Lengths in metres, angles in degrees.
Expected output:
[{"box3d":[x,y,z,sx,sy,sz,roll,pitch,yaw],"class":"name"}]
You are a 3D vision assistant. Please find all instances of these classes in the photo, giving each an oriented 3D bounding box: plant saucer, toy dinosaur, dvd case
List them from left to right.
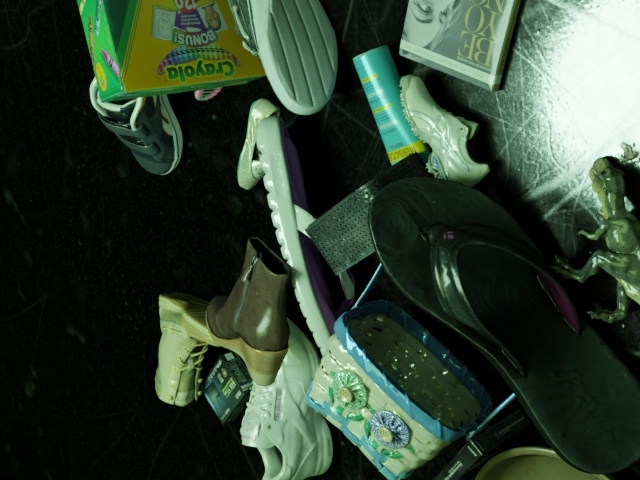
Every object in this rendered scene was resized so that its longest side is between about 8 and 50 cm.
[{"box3d":[0.184,-0.320,1.127,0.165,0.018,0.221,32,125,37],"class":"dvd case"},{"box3d":[0.325,0.393,1.170,0.278,0.041,0.277,19,120,36],"class":"plant saucer"},{"box3d":[0.350,0.040,1.033,0.118,0.064,0.268,-32,82,41],"class":"toy dinosaur"}]

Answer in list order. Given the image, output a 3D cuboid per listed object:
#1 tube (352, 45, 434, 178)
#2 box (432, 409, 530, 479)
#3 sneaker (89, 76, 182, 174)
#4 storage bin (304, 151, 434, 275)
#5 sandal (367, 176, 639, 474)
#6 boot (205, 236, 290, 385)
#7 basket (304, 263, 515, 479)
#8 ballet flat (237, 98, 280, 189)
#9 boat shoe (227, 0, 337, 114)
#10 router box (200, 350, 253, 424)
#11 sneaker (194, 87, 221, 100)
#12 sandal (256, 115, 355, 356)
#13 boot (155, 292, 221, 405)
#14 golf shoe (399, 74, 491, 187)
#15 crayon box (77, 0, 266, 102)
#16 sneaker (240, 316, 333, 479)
[{"box3d":[0.107,-0.169,1.246,0.080,0.052,0.207,-14,99,57],"class":"tube"},{"box3d":[0.211,0.307,1.230,0.029,0.116,0.162,49,134,24],"class":"box"},{"box3d":[-0.337,-0.229,1.590,0.126,0.127,0.321,18,137,20],"class":"sneaker"},{"box3d":[0.076,-0.036,1.241,0.084,0.122,0.180,55,143,2],"class":"storage bin"},{"box3d":[0.237,0.079,1.068,0.445,0.168,0.107,47,169,11],"class":"sandal"},{"box3d":[-0.110,0.087,1.407,0.248,0.090,0.206,43,131,53],"class":"boot"},{"box3d":[0.138,0.167,1.201,0.255,0.201,0.289,40,109,17],"class":"basket"},{"box3d":[-0.101,-0.152,1.473,0.052,0.057,0.168,28,123,28],"class":"ballet flat"},{"box3d":[-0.067,-0.331,1.346,0.119,0.121,0.335,-37,64,55],"class":"boat shoe"},{"box3d":[-0.178,0.285,1.713,0.092,0.038,0.122,53,135,21],"class":"router box"},{"box3d":[-0.193,-0.300,1.537,0.057,0.047,0.119,51,128,33],"class":"sneaker"},{"box3d":[-0.002,0.002,1.368,0.102,0.169,0.416,-16,96,9],"class":"sandal"},{"box3d":[-0.243,0.220,1.681,0.262,0.095,0.203,16,101,54],"class":"boot"},{"box3d":[0.169,-0.150,1.180,0.086,0.069,0.176,-26,86,29],"class":"golf shoe"},{"box3d":[-0.223,-0.317,1.380,0.081,0.279,0.165,-7,98,50],"class":"crayon box"},{"box3d":[-0.070,0.270,1.503,0.114,0.152,0.305,-10,93,51],"class":"sneaker"}]
